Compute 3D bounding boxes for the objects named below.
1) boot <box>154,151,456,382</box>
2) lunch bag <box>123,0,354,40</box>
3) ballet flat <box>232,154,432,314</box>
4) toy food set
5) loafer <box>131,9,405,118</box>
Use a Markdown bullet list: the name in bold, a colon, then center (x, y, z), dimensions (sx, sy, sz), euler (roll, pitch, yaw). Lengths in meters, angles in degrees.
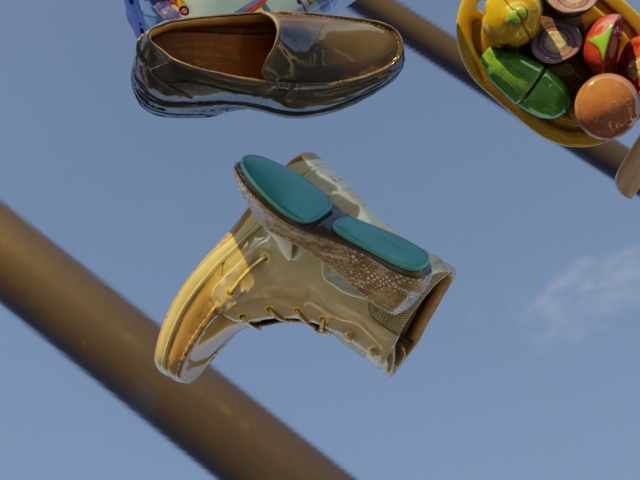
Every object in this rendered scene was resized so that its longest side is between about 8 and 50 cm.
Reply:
- **boot**: center (-0.017, 0.074, 1.049), dimensions (0.203, 0.095, 0.262), euler (39, -89, 17)
- **lunch bag**: center (-0.045, -0.215, 0.920), dimensions (0.221, 0.293, 0.138), euler (-35, -89, -8)
- **ballet flat**: center (0.000, 0.000, 0.950), dimensions (0.206, 0.073, 0.067), euler (34, -54, 24)
- **toy food set**: center (0.210, -0.140, 0.869), dimensions (0.218, 0.071, 0.128), euler (37, -85, -8)
- **loafer**: center (-0.027, -0.109, 0.658), dimensions (0.170, 0.061, 0.062), euler (-10, -106, -12)
